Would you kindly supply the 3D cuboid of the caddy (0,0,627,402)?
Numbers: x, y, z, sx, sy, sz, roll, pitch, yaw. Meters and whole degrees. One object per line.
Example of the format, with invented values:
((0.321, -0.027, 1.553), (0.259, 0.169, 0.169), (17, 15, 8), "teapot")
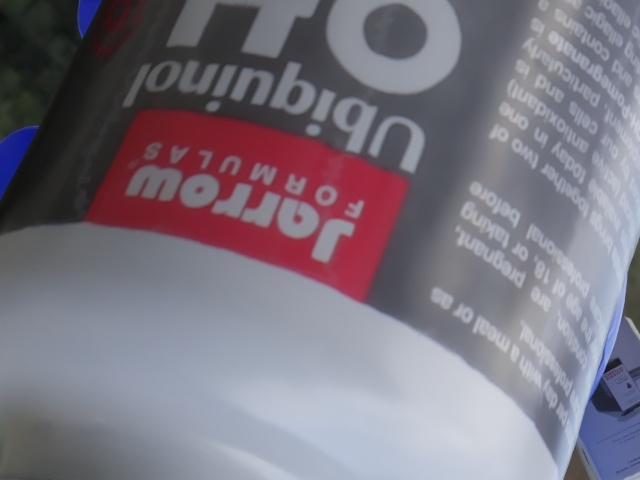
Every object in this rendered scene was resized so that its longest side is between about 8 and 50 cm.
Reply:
((-0.008, -0.008, 0.994), (0.179, 0.341, 0.241), (26, 97, -50), "caddy")

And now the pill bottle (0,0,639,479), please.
((0.000, 0.000, 0.577), (0.318, 0.176, 0.176), (-68, -173, -26), "pill bottle")

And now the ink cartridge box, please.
((0.167, 0.117, 1.025), (0.056, 0.099, 0.135), (-25, -154, 2), "ink cartridge box")
